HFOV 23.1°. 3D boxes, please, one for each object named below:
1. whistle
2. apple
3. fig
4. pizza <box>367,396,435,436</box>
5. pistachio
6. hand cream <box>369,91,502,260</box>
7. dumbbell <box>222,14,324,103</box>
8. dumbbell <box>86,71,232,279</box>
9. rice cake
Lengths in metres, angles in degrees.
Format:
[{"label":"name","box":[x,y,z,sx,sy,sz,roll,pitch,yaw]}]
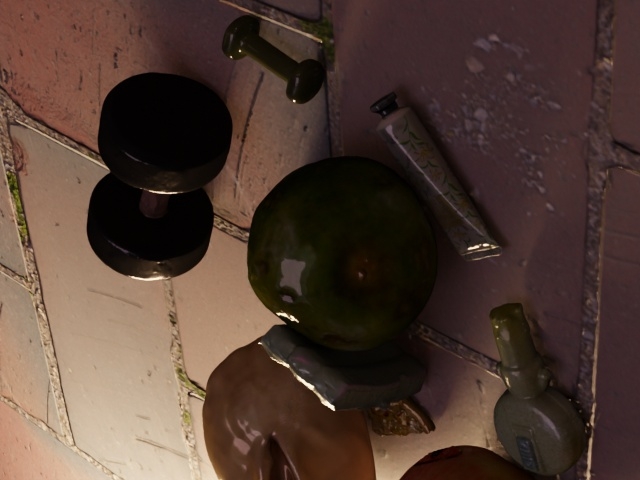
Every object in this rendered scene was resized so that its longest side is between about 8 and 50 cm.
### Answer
[{"label":"whistle","box":[0.213,0.158,1.624,0.104,0.057,0.198,8,126,47]},{"label":"apple","box":[0.165,0.326,1.736,0.209,0.164,0.209,35,135,43]},{"label":"fig","box":[0.000,0.000,1.670,0.275,0.206,0.206,36,148,64]},{"label":"pizza","box":[0.080,0.210,1.859,0.123,0.026,0.108,38,145,22]},{"label":"pistachio","box":[-0.031,0.260,1.907,0.193,0.214,0.318,-10,125,13]},{"label":"hand cream","box":[0.113,-0.060,1.578,0.067,0.042,0.194,-20,107,55]},{"label":"dumbbell","box":[-0.050,-0.191,1.658,0.118,0.046,0.052,36,136,25]},{"label":"dumbbell","box":[-0.190,-0.072,1.833,0.152,0.152,0.218,41,143,20]},{"label":"rice cake","box":[0.031,0.133,1.699,0.127,0.237,0.043,38,106,23]}]
